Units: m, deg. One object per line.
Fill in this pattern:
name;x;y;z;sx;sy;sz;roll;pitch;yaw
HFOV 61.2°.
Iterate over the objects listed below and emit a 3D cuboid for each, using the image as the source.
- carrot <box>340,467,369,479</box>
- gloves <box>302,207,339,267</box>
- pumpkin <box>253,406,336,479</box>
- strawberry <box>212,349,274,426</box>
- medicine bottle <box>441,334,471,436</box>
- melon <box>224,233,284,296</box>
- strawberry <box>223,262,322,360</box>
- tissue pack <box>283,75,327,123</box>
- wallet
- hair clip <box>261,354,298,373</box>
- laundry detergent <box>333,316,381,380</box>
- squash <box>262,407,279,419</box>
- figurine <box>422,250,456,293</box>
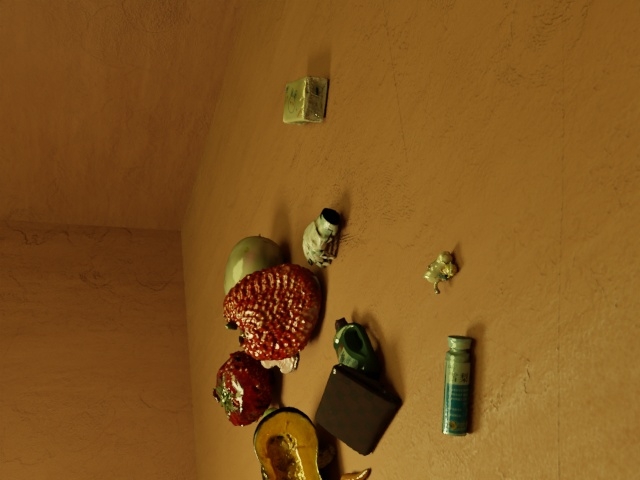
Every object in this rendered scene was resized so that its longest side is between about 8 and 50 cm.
carrot;0.091;0.630;1.437;0.142;0.035;0.035;-45;47;46
gloves;-0.007;0.001;1.660;0.212;0.111;0.127;-57;41;35
pumpkin;-0.065;0.665;1.619;0.232;0.242;0.325;73;-173;-72
strawberry;-0.274;0.545;2.047;0.274;0.220;0.274;13;106;52
medicine bottle;0.267;0.284;1.062;0.051;0.051;0.191;-175;89;-66
melon;-0.248;0.132;2.039;0.223;0.223;0.317;22;102;65
strawberry;-0.132;0.224;1.779;0.351;0.267;0.312;-37;77;24
tissue pack;-0.056;-0.474;1.848;0.196;0.092;0.148;-162;76;-66
wallet;0.084;0.426;1.359;0.182;0.049;0.229;29;125;15
hair clip;-0.146;0.409;1.916;0.138;0.102;0.123;-142;56;-61
laundry detergent;0.087;0.285;1.442;0.222;0.078;0.144;-108;33;-44
squash;-0.141;0.677;1.890;0.250;0.083;0.083;-135;53;-58
figurine;0.257;0.067;1.136;0.050;0.047;0.083;53;128;35
